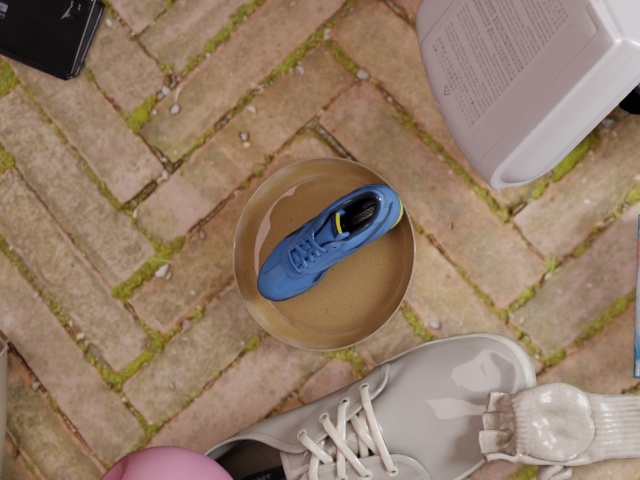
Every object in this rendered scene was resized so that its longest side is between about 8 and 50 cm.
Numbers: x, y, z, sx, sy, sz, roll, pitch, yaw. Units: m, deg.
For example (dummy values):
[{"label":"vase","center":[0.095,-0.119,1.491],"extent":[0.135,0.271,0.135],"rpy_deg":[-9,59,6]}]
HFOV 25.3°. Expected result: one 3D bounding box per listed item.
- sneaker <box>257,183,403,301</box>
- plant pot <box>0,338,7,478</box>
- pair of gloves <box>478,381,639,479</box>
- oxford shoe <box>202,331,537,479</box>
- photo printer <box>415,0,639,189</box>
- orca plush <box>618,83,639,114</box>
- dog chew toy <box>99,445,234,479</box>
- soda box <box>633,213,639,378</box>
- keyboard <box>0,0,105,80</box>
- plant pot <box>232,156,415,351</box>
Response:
[{"label":"sneaker","center":[0.000,0.000,1.676],"extent":[0.209,0.082,0.069],"rpy_deg":[-35,77,16]},{"label":"plant pot","center":[-0.509,0.283,1.811],"extent":[0.257,0.256,0.274],"rpy_deg":[-2,101,21]},{"label":"pair of gloves","center":[0.272,0.276,1.576],"extent":[0.204,0.042,0.240],"rpy_deg":[5,96,5]},{"label":"oxford shoe","center":[0.040,0.238,1.652],"extent":[0.449,0.130,0.169],"rpy_deg":[-24,76,16]},{"label":"photo printer","center":[0.225,-0.220,1.555],"extent":[0.307,0.107,0.256],"rpy_deg":[-51,53,50]},{"label":"orca plush","center":[0.347,-0.186,1.584],"extent":[0.287,0.151,0.102],"rpy_deg":[54,135,13]},{"label":"dog chew toy","center":[-0.110,0.373,1.565],"extent":[0.332,0.206,0.206],"rpy_deg":[37,101,-12]},{"label":"soda box","center":[0.379,0.063,1.570],"extent":[0.058,0.063,0.183],"rpy_deg":[1,86,21]},{"label":"keyboard","center":[-0.425,-0.357,1.924],"extent":[0.317,0.033,0.201],"rpy_deg":[24,101,20]},{"label":"plant pot","center":[0.006,0.017,1.732],"extent":[0.236,0.032,0.236],"rpy_deg":[-2,85,20]}]
